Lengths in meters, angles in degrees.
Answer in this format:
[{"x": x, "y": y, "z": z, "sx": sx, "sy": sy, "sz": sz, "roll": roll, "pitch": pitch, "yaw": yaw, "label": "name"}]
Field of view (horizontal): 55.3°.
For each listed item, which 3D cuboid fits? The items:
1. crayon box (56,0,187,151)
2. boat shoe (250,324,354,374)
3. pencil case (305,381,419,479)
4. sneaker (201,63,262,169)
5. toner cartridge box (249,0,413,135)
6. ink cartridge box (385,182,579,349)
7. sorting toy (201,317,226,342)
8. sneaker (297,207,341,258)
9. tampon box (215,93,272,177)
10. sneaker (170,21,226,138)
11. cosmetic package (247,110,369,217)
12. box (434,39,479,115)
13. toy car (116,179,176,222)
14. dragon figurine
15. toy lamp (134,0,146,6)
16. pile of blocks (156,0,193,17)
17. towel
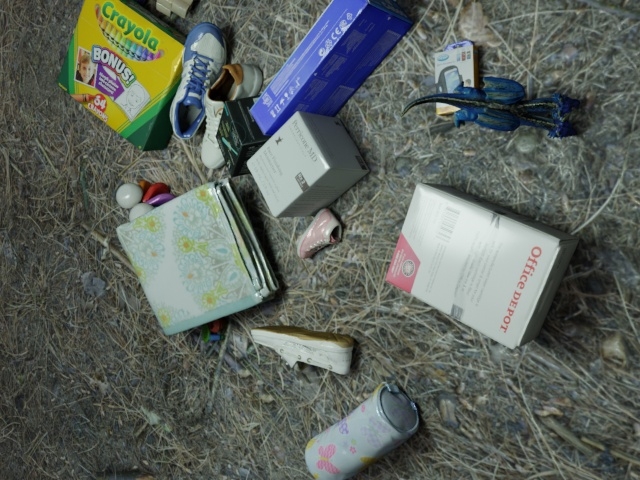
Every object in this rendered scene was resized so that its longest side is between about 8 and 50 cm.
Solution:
[{"x": -0.529, "y": -0.475, "z": 1.683, "sx": 0.363, "sy": 0.106, "sz": 0.313, "roll": 37, "pitch": 115, "yaw": 16, "label": "crayon box"}, {"x": -0.052, "y": 0.254, "z": 1.405, "sx": 0.277, "sy": 0.098, "sz": 0.096, "roll": 5, "pitch": 95, "yaw": 37, "label": "boat shoe"}, {"x": 0.082, "y": 0.416, "z": 1.301, "sx": 0.273, "sy": 0.114, "sz": 0.124, "roll": -48, "pitch": 55, "yaw": 30, "label": "pencil case"}, {"x": -0.257, "y": -0.310, "z": 1.519, "sx": 0.106, "sy": 0.123, "sz": 0.290, "roll": 40, "pitch": 117, "yaw": 28, "label": "sneaker"}, {"x": 0.017, "y": -0.357, "z": 1.270, "sx": 0.348, "sy": 0.165, "sz": 0.075, "roll": -45, "pitch": 66, "yaw": 31, "label": "toner cartridge box"}, {"x": 0.285, "y": 0.038, "z": 1.111, "sx": 0.283, "sy": 0.117, "sz": 0.207, "roll": 28, "pitch": 109, "yaw": 34, "label": "ink cartridge box"}, {"x": -0.279, "y": 0.239, "z": 1.629, "sx": 0.102, "sy": 0.042, "sz": 0.061, "roll": -49, "pitch": 48, "yaw": 43, "label": "sorting toy"}, {"x": 0.000, "y": 0.000, "z": 1.377, "sx": 0.070, "sy": 0.051, "sz": 0.134, "roll": 45, "pitch": 114, "yaw": 33, "label": "sneaker"}, {"x": -0.170, "y": -0.242, "z": 1.427, "sx": 0.120, "sy": 0.102, "sz": 0.161, "roll": 68, "pitch": 157, "yaw": 14, "label": "tampon box"}, {"x": -0.302, "y": -0.390, "z": 1.533, "sx": 0.131, "sy": 0.112, "sz": 0.296, "roll": -108, "pitch": 33, "yaw": -55, "label": "sneaker"}, {"x": -0.028, "y": -0.160, "z": 1.325, "sx": 0.184, "sy": 0.152, "sz": 0.151, "roll": -40, "pitch": 70, "yaw": 33, "label": "cosmetic package"}, {"x": 0.260, "y": -0.312, "z": 1.167, "sx": 0.081, "sy": 0.028, "sz": 0.136, "roll": -2, "pitch": 94, "yaw": 39, "label": "box"}, {"x": -0.465, "y": -0.093, "z": 1.702, "sx": 0.136, "sy": 0.159, "sz": 0.182, "roll": -36, "pitch": 65, "yaw": -5, "label": "toy car"}, {"x": 0.293, "y": -0.228, "z": 1.037, "sx": 0.144, "sy": 0.290, "sz": 0.085, "roll": -144, "pitch": 61, "yaw": -73, "label": "dragon figurine"}, {"x": -0.588, "y": -0.671, "z": 1.786, "sx": 0.275, "sy": 0.080, "sz": 0.080, "roll": -30, "pitch": 74, "yaw": 35, "label": "toy lamp"}, {"x": -0.303, "y": -0.722, "z": 1.558, "sx": 0.113, "sy": 0.148, "sz": 0.362, "roll": 29, "pitch": 130, "yaw": -12, "label": "pile of blocks"}, {"x": -0.310, "y": 0.049, "z": 1.528, "sx": 0.375, "sy": 0.090, "sz": 0.320, "roll": -22, "pitch": 93, "yaw": 27, "label": "towel"}]
